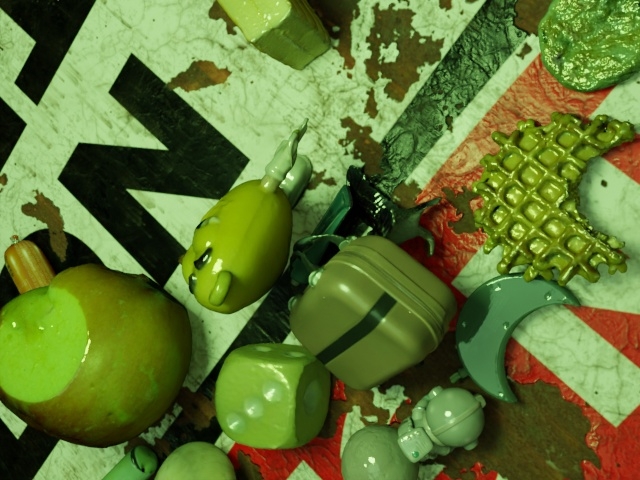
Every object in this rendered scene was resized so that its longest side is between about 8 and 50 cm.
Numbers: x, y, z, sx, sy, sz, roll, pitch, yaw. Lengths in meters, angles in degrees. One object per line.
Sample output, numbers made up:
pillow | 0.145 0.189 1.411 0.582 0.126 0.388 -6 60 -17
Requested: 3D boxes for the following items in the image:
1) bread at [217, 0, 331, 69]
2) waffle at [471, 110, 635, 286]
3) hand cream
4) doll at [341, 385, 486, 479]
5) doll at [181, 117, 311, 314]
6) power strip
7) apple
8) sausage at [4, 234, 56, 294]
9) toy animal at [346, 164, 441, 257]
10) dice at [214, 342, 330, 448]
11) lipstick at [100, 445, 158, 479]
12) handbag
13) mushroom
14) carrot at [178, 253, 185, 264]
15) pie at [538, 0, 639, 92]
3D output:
bread | -0.108 -0.446 1.332 0.111 0.239 0.246 -38 78 15
waffle | 0.373 -0.074 1.191 0.259 0.069 0.293 0 80 25
hand cream | 0.000 0.000 1.379 0.048 0.083 0.224 21 118 -19
doll | 0.170 0.355 1.289 0.287 0.151 0.151 -38 77 18
doll | -0.111 -0.033 1.279 0.161 0.423 0.348 27 82 -3
power strip | 0.316 0.162 1.259 0.167 0.054 0.253 37 106 22
apple | -0.448 0.208 1.444 0.384 0.374 0.374 33 107 -7
sausage | -0.643 0.117 1.680 0.093 0.093 0.312 -40 76 21
toy animal | 0.125 -0.006 1.291 0.160 0.272 0.197 7 106 -6
dice | -0.088 0.291 1.386 0.169 0.169 0.166 4 93 25
lipstick | -0.476 0.572 1.631 0.304 0.076 0.076 -46 74 19
handbag | 0.055 0.106 1.229 0.283 0.149 0.302 44 153 2
mushroom | -0.232 0.535 1.460 0.246 0.202 0.246 -44 40 53
carrot | -0.221 0.053 1.507 0.191 0.047 0.047 11 97 25
pie | 0.446 -0.334 1.183 0.187 0.041 0.187 1 93 24
